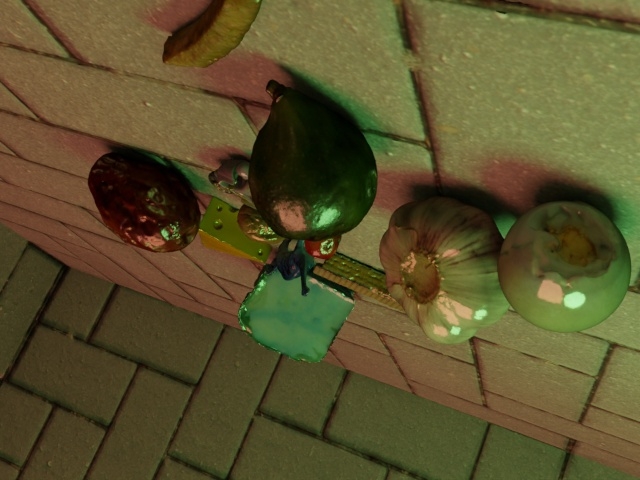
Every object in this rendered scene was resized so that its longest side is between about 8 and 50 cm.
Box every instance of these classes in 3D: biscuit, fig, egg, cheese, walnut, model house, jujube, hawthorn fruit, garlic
[{"bbox_3d":[0.166,0.123,1.791,0.379,0.054,0.094,23,165,0],"label":"biscuit"},{"bbox_3d":[-0.020,-0.118,1.085,0.195,0.195,0.245,14,139,30],"label":"fig"},{"bbox_3d":[0.347,0.045,1.076,0.183,0.183,0.217,19,155,15],"label":"egg"},{"bbox_3d":[-0.192,-0.015,1.781,0.171,0.093,0.126,22,161,4],"label":"cheese"},{"bbox_3d":[-0.117,-0.040,1.596,0.124,0.105,0.105,18,163,2],"label":"walnut"},{"bbox_3d":[-0.073,0.163,2.028,0.261,0.226,0.241,28,-167,-8],"label":"model house"},{"bbox_3d":[-0.398,-0.087,1.692,0.290,0.197,0.197,34,168,22],"label":"jujube"},{"bbox_3d":[0.000,0.000,1.573,0.093,0.093,0.093,22,164,7],"label":"hawthorn fruit"},{"bbox_3d":[0.234,0.039,1.259,0.245,0.245,0.253,10,-165,39],"label":"garlic"}]

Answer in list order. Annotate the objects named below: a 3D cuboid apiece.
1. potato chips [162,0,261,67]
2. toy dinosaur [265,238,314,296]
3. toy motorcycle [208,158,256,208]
[{"bbox_3d":[-0.118,-0.283,0.904,0.080,0.057,0.407,25,164,-18],"label":"potato chips"},{"bbox_3d":[-0.053,0.040,1.734,0.076,0.144,0.329,25,177,-21],"label":"toy dinosaur"},{"bbox_3d":[-0.120,-0.103,1.448,0.225,0.073,0.152,22,161,7],"label":"toy motorcycle"}]
